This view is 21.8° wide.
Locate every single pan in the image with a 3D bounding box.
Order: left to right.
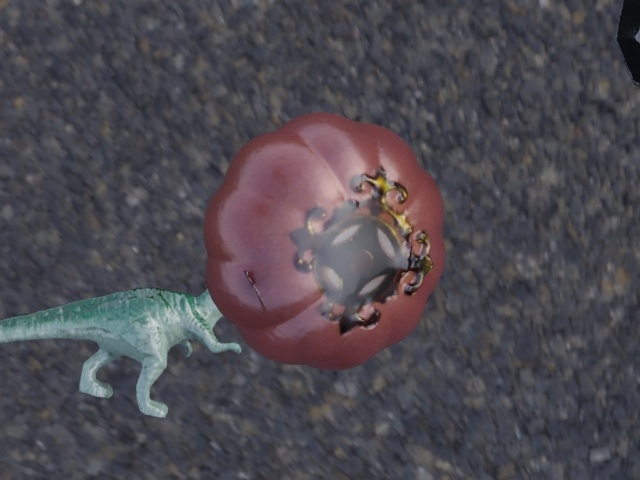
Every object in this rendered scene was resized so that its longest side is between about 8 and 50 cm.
[{"bbox_3d":[0.354,-0.191,1.510,0.202,0.048,0.128,29,115,55],"label":"pan"}]

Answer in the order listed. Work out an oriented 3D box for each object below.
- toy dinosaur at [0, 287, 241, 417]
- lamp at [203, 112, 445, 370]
[{"bbox_3d":[-0.214,0.117,1.584,0.383,0.076,0.129,-13,90,-11],"label":"toy dinosaur"},{"bbox_3d":[0.000,0.000,1.161,0.182,0.182,0.140,-56,29,-9],"label":"lamp"}]
